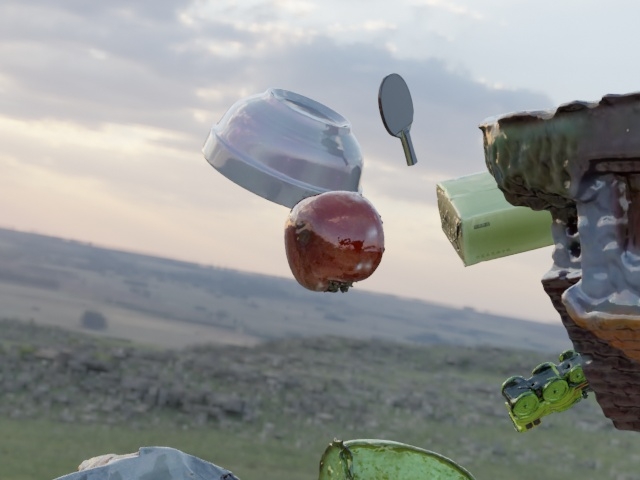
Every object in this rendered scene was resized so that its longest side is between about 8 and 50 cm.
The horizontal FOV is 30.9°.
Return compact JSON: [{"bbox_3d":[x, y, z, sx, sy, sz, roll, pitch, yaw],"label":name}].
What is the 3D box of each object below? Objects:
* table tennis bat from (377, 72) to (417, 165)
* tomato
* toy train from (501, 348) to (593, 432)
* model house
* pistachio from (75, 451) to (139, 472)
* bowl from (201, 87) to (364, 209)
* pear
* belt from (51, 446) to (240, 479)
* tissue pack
[{"bbox_3d":[0.131,-0.198,1.901,0.014,0.158,0.095,-2,25,35],"label":"table tennis bat"},{"bbox_3d":[0.000,0.000,1.556,0.091,0.139,0.159,9,-19,-44],"label":"tomato"},{"bbox_3d":[0.366,0.177,1.570,0.249,0.085,0.053,-26,37,2],"label":"toy train"},{"bbox_3d":[0.334,0.045,0.989,0.297,0.339,0.360,-6,3,-40],"label":"model house"},{"bbox_3d":[-0.250,0.313,1.441,0.172,0.090,0.049,-13,1,31],"label":"pistachio"},{"bbox_3d":[-0.045,-0.163,1.978,0.287,0.144,0.287,23,17,-7],"label":"bowl"},{"bbox_3d":[0.130,0.397,1.628,0.255,0.238,0.164,-2,-24,-18],"label":"pear"},{"bbox_3d":[-0.206,0.317,1.122,0.289,0.184,0.164,-15,-28,-38],"label":"belt"},{"bbox_3d":[0.350,-0.056,2.178,0.234,0.125,0.159,-13,31,-5],"label":"tissue pack"}]
